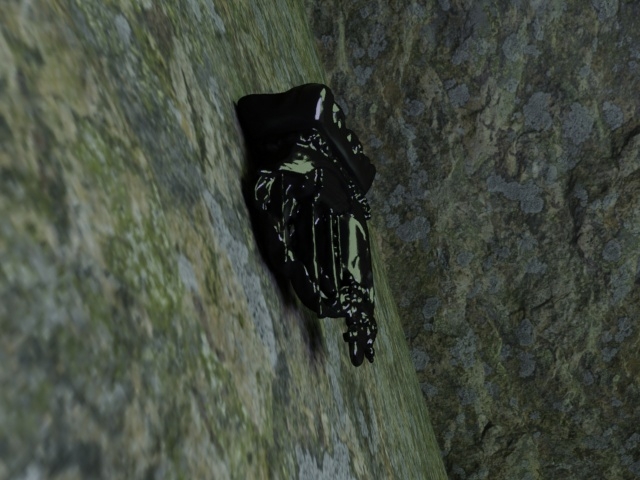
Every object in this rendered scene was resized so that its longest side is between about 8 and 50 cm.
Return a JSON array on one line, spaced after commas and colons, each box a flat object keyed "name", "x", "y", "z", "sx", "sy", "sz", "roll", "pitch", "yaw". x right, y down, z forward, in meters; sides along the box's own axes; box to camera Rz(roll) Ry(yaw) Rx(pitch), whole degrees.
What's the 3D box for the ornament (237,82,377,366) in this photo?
[{"name": "ornament", "x": 0.000, "y": 0.000, "z": 0.593, "sx": 0.251, "sy": 0.106, "sz": 0.260, "roll": 43, "pitch": 41, "yaw": -59}]
